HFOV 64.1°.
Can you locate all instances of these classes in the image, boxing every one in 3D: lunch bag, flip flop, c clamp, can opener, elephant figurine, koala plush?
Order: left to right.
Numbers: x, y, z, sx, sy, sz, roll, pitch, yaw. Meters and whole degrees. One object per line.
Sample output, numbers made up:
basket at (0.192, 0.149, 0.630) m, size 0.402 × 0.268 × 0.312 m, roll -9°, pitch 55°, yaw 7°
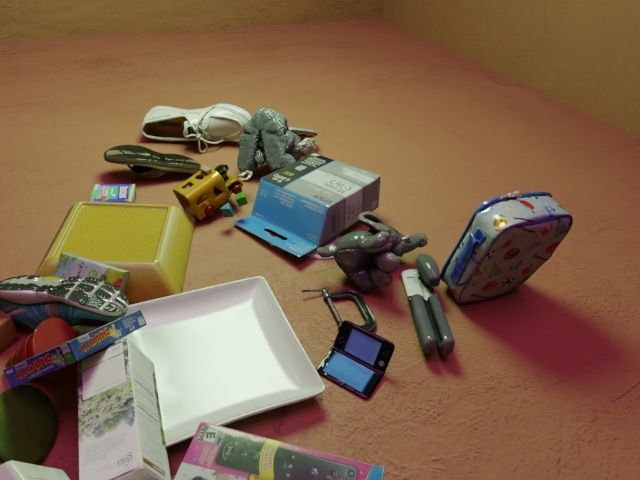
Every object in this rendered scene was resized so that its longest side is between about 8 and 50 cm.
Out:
flip flop at (-0.501, -0.223, 1.533) m, size 0.277 × 0.080 × 0.112 m, roll 6°, pitch 30°, yaw -28°
koala plush at (-0.126, -0.300, 1.617) m, size 0.196 × 0.203 × 0.221 m, roll 3°, pitch 2°, yaw 31°
c clamp at (0.049, 0.159, 1.172) m, size 0.137 × 0.022 × 0.160 m, roll -7°, pitch 38°, yaw -26°
elephant figurine at (0.141, 0.013, 1.290) m, size 0.186 × 0.169 × 0.239 m, roll 53°, pitch 32°, yaw -10°
can opener at (0.245, 0.133, 1.172) m, size 0.076 × 0.095 × 0.283 m, roll 4°, pitch 31°, yaw -4°
lunch bag at (0.418, 0.016, 1.186) m, size 0.243 × 0.303 × 0.115 m, roll -9°, pitch 49°, yaw -21°

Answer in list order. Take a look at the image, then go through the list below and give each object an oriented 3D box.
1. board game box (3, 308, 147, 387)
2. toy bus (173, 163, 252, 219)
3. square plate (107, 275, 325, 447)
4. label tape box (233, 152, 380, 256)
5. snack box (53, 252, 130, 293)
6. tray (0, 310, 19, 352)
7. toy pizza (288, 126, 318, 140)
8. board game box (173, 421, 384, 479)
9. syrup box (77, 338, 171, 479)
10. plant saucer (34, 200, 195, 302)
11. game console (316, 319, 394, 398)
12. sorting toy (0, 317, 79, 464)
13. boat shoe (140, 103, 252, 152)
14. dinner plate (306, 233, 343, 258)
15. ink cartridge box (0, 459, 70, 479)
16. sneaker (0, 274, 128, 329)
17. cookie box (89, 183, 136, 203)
board game box at (-0.414, 0.182, 0.887) m, size 0.136 × 0.035 × 0.201 m, roll -23°, pitch 2°, yaw 13°
toy bus at (-0.300, -0.153, 1.403) m, size 0.191 × 0.104 × 0.202 m, roll -12°, pitch 41°, yaw 10°
square plate at (-0.216, 0.227, 1.012) m, size 0.347 × 0.049 × 0.344 m, roll -12°, pitch 41°, yaw -24°
label tape box at (-0.033, -0.112, 1.414) m, size 0.249 × 0.115 × 0.348 m, roll 25°, pitch 39°, yaw 32°
snack box at (-0.490, 0.094, 1.084) m, size 0.141 × 0.100 × 0.037 m, roll 17°, pitch -4°, yaw 0°
tray at (-0.779, 0.238, 0.880) m, size 0.203 × 0.076 × 0.411 m, roll 22°, pitch 39°, yaw 17°
toy pizza at (-0.110, -0.364, 1.759) m, size 0.201 × 0.032 × 0.201 m, roll 4°, pitch 6°, yaw 0°
board game box at (-0.074, 0.417, 0.751) m, size 0.304 × 0.097 × 0.224 m, roll 12°, pitch 39°, yaw 6°
syrup box at (-0.314, 0.285, 0.808) m, size 0.093 × 0.096 × 0.237 m, roll -25°, pitch 47°, yaw -4°
plant saucer at (-0.488, 0.005, 1.228) m, size 0.333 × 0.081 × 0.332 m, roll 2°, pitch 38°, yaw -8°
game console at (0.071, 0.237, 1.033) m, size 0.122 × 0.107 × 0.071 m, roll 24°, pitch 12°, yaw 20°
sorting toy at (-0.526, 0.297, 0.852) m, size 0.126 × 0.127 × 0.365 m, roll -19°, pitch 38°, yaw 14°
boat shoe at (-0.413, -0.370, 1.682) m, size 0.367 × 0.135 × 0.156 m, roll 5°, pitch 37°, yaw 1°
dinner plate at (0.000, 0.000, 1.371) m, size 0.141 × 0.017 × 0.141 m, roll 4°, pitch 36°, yaw -3°
ink cartridge box at (-0.346, 0.434, 0.607) m, size 0.273 × 0.114 × 0.197 m, roll 32°, pitch 72°, yaw 27°
sneaker at (-0.517, 0.134, 1.028) m, size 0.275 × 0.109 × 0.107 m, roll 4°, pitch 18°, yaw 7°
cookie box at (-0.567, -0.116, 1.402) m, size 0.107 × 0.040 × 0.091 m, roll -1°, pitch 37°, yaw -12°
